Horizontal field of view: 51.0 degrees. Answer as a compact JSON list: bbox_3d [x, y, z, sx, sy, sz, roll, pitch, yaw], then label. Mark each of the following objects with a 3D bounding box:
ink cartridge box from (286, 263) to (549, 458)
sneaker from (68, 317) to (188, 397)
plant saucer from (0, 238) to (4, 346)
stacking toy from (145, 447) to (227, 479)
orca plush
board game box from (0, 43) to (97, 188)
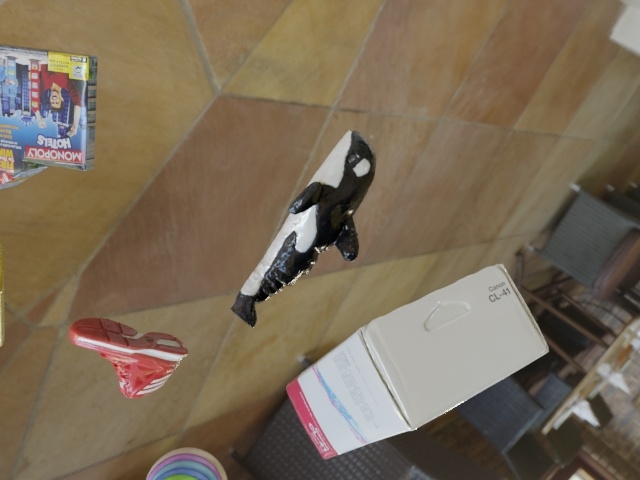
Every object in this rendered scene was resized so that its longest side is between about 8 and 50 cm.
[{"bbox_3d":[0.110,0.170,0.891,0.226,0.131,0.306,-22,167,-25],"label":"ink cartridge box"},{"bbox_3d":[-0.353,0.220,1.185,0.221,0.087,0.128,22,103,-35],"label":"sneaker"},{"bbox_3d":[-0.704,0.182,1.215,0.333,0.081,0.332,-39,167,-39],"label":"plant saucer"},{"bbox_3d":[-0.211,0.407,0.990,0.141,0.141,0.330,-45,180,-9],"label":"stacking toy"},{"bbox_3d":[0.000,0.000,0.879,0.287,0.102,0.151,-54,174,-13],"label":"orca plush"},{"bbox_3d":[-0.381,-0.157,0.894,0.060,0.194,0.194,-41,140,-70],"label":"board game box"}]
